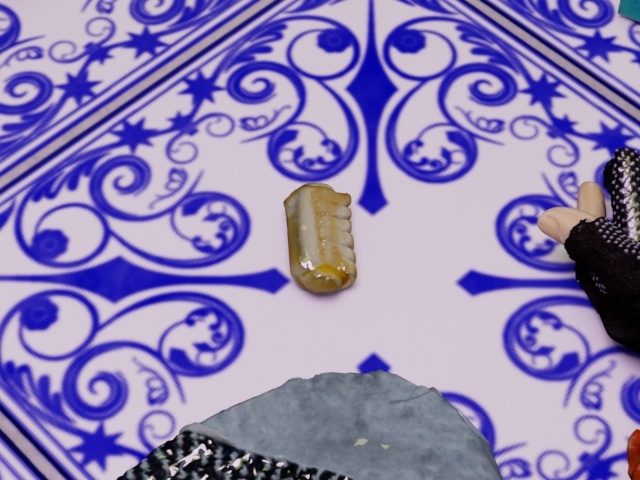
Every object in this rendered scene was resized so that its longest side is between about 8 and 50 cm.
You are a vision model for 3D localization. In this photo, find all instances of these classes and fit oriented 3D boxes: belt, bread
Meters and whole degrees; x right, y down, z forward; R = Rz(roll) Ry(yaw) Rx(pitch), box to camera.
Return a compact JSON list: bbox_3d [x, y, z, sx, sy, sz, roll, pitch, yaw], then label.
[{"bbox_3d":[-0.010,0.193,0.807,0.257,0.150,0.207,-26,48,-18],"label":"belt"},{"bbox_3d":[0.000,0.000,1.014,0.049,0.034,0.088,2,57,-16],"label":"bread"}]

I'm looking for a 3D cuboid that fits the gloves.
[{"bbox_3d":[0.221,0.017,0.976,0.129,0.106,0.181,-18,29,-10],"label":"gloves"}]

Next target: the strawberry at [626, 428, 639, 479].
[{"bbox_3d":[0.276,0.117,0.838,0.175,0.107,0.236,39,50,3],"label":"strawberry"}]

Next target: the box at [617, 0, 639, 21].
[{"bbox_3d":[0.368,-0.192,1.145,0.226,0.042,0.161,28,58,18],"label":"box"}]
